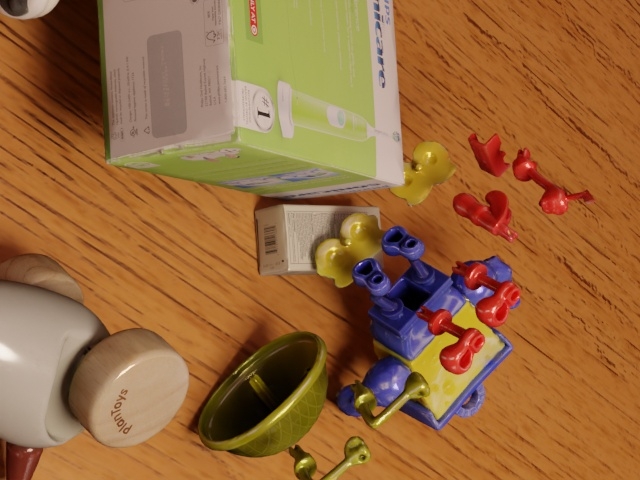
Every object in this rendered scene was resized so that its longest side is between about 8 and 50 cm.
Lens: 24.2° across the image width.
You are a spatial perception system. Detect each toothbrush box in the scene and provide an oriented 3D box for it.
[{"bbox_3d":[-0.048,-0.150,1.180,0.283,0.122,0.206,7,78,-61],"label":"toothbrush box"}]

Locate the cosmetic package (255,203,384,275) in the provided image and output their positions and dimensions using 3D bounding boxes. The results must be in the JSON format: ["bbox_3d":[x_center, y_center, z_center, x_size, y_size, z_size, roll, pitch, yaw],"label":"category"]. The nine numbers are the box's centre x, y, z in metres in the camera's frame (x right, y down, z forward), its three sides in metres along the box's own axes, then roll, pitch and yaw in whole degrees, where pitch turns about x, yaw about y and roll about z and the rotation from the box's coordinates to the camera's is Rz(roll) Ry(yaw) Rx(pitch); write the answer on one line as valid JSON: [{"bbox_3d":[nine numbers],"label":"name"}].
[{"bbox_3d":[0.000,0.000,1.307,0.115,0.041,0.060,2,81,-42],"label":"cosmetic package"}]

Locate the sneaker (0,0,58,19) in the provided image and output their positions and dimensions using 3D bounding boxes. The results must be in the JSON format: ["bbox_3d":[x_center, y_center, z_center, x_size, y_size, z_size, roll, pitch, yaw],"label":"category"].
[{"bbox_3d":[-0.184,-0.298,1.158,0.118,0.110,0.292,29,64,-45],"label":"sneaker"}]

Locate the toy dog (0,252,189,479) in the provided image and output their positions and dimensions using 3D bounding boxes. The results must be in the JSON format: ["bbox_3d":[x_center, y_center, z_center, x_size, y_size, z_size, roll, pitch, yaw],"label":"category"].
[{"bbox_3d":[-0.257,0.096,0.985,0.334,0.220,0.161,18,103,-31],"label":"toy dog"}]

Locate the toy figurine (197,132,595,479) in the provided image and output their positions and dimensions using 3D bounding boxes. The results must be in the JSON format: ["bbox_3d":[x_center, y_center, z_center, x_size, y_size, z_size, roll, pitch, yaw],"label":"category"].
[{"bbox_3d":[0.094,0.111,1.270,0.362,0.191,0.217,-48,135,-17],"label":"toy figurine"}]
